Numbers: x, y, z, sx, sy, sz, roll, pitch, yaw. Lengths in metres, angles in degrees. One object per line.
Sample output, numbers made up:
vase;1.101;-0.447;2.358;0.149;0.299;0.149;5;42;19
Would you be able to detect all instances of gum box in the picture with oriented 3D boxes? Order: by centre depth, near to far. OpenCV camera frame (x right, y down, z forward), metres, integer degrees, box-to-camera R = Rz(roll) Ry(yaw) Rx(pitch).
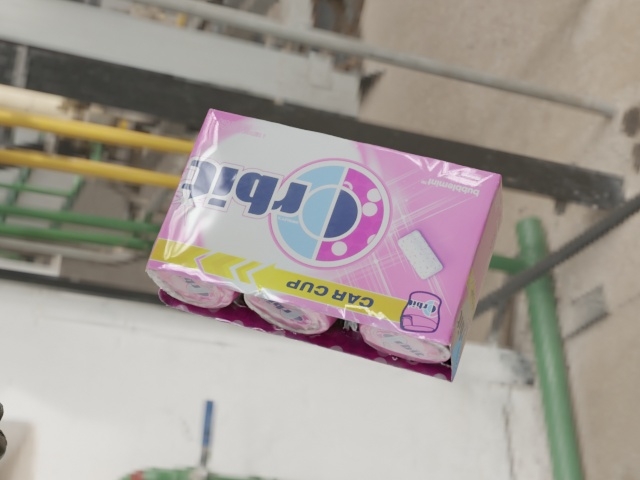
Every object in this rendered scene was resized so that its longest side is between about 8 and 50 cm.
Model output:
gum box;0.000;0.000;0.768;0.062;0.188;0.107;73;-146;-63

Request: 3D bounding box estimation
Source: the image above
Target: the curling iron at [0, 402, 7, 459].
curling iron;-0.288;0.178;0.741;0.068;0.274;0.035;18;140;50
